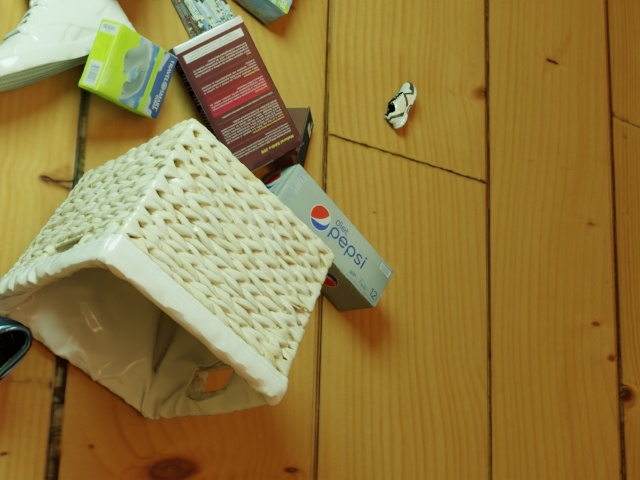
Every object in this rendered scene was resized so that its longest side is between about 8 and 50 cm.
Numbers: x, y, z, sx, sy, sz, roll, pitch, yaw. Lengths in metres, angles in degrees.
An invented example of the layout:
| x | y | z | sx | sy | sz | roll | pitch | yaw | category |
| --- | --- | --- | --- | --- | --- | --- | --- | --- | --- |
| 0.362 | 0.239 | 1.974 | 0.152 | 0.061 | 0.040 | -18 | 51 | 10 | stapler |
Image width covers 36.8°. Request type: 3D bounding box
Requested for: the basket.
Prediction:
| x | y | z | sx | sy | sz | roll | pitch | yaw | category |
| --- | --- | --- | --- | --- | --- | --- | --- | --- | --- |
| -0.217 | 0.052 | 1.361 | 0.331 | 0.328 | 0.267 | 43 | 53 | -27 | basket |

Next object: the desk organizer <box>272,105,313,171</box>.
| x | y | z | sx | sy | sz | roll | pitch | yaw | category |
| --- | --- | --- | --- | --- | --- | --- | --- | --- | --- |
| -0.050 | -0.181 | 1.731 | 0.047 | 0.050 | 0.130 | 76 | 19 | -48 | desk organizer |

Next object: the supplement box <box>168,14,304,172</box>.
| x | y | z | sx | sy | sz | roll | pitch | yaw | category |
| --- | --- | --- | --- | --- | --- | --- | --- | --- | --- |
| -0.141 | -0.239 | 1.616 | 0.130 | 0.073 | 0.240 | -28 | 102 | -11 | supplement box |

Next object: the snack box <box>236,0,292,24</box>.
| x | y | z | sx | sy | sz | roll | pitch | yaw | category |
| --- | --- | --- | --- | --- | --- | --- | --- | --- | --- |
| -0.112 | -0.524 | 1.731 | 0.174 | 0.070 | 0.207 | 34 | 62 | -30 | snack box |

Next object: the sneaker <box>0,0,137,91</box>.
| x | y | z | sx | sy | sz | roll | pitch | yaw | category |
| --- | --- | --- | --- | --- | --- | --- | --- | --- | --- |
| -0.416 | -0.329 | 1.409 | 0.292 | 0.108 | 0.169 | -39 | 106 | -49 | sneaker |

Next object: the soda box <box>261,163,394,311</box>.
| x | y | z | sx | sy | sz | roll | pitch | yaw | category |
| --- | --- | --- | --- | --- | --- | --- | --- | --- | --- |
| 0.000 | 0.000 | 1.709 | 0.286 | 0.098 | 0.091 | 47 | 56 | -24 | soda box |

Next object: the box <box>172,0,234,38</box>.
| x | y | z | sx | sy | sz | roll | pitch | yaw | category |
| --- | --- | --- | --- | --- | --- | --- | --- | --- | --- |
| -0.188 | -0.372 | 1.662 | 0.094 | 0.027 | 0.137 | -36 | 106 | -41 | box |

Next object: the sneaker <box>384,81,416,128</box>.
| x | y | z | sx | sy | sz | roll | pitch | yaw | category |
| --- | --- | --- | --- | --- | --- | --- | --- | --- | --- |
| 0.162 | -0.280 | 1.947 | 0.043 | 0.040 | 0.109 | 35 | 60 | -29 | sneaker |

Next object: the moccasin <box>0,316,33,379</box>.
| x | y | z | sx | sy | sz | roll | pitch | yaw | category |
| --- | --- | --- | --- | --- | --- | --- | --- | --- | --- |
| -0.515 | 0.188 | 1.203 | 0.342 | 0.116 | 0.138 | -44 | 111 | -38 | moccasin |

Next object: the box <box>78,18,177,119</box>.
| x | y | z | sx | sy | sz | roll | pitch | yaw | category |
| --- | --- | --- | --- | --- | --- | --- | --- | --- | --- |
| -0.286 | -0.256 | 1.475 | 0.178 | 0.042 | 0.109 | 21 | 88 | -65 | box |
